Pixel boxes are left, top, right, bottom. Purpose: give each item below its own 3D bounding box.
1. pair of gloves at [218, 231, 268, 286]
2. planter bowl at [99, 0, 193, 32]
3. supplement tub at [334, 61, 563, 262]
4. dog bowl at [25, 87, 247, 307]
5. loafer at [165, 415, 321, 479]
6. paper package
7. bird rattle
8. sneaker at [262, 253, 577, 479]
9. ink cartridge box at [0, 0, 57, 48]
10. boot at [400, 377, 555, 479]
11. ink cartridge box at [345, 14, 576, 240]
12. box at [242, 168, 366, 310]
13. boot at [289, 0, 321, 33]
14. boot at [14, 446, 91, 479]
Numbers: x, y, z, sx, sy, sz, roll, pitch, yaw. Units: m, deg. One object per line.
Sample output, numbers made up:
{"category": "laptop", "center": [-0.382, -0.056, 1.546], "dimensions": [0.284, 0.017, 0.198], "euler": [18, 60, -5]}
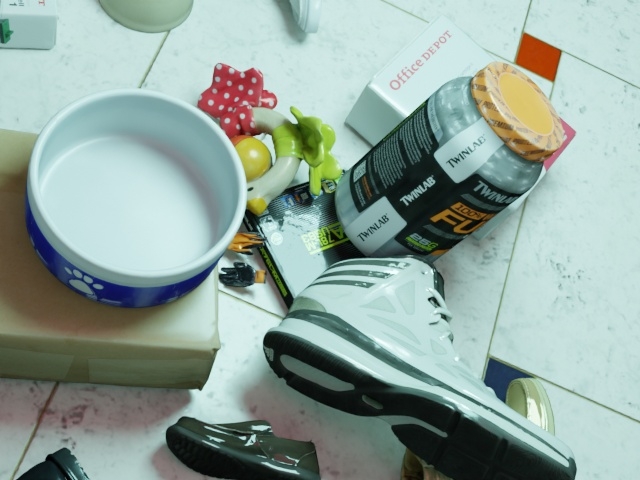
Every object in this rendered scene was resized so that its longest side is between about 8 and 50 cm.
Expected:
{"category": "pair of gloves", "center": [-0.114, 0.028, 1.521], "dimensions": [0.074, 0.010, 0.083], "euler": [-2, 78, 10]}
{"category": "planter bowl", "center": [-0.272, -0.429, 1.657], "dimensions": [0.162, 0.109, 0.162], "euler": [8, 63, -16]}
{"category": "supplement tub", "center": [0.183, -0.103, 1.498], "dimensions": [0.194, 0.316, 0.193], "euler": [25, 44, -27]}
{"category": "dog bowl", "center": [-0.232, -0.053, 1.293], "dimensions": [0.265, 0.104, 0.265], "euler": [9, 61, -16]}
{"category": "loafer", "center": [-0.101, 0.278, 1.392], "dimensions": [0.220, 0.080, 0.078], "euler": [22, 50, -14]}
{"category": "paper package", "center": [-0.304, 0.028, 1.384], "dimensions": [0.325, 0.168, 0.309], "euler": [5, 62, -17]}
{"category": "bird rattle", "center": [-0.102, -0.148, 1.546], "dimensions": [0.253, 0.143, 0.207], "euler": [31, 74, 20]}
{"category": "sneaker", "center": [0.171, 0.154, 1.418], "dimensions": [0.447, 0.169, 0.257], "euler": [27, 54, 12]}
{"category": "ink cartridge box", "center": [-0.511, -0.379, 1.554], "dimensions": [0.219, 0.092, 0.160], "euler": [-3, 66, -21]}
{"category": "boot", "center": [0.222, 0.304, 1.480], "dimensions": [0.203, 0.095, 0.262], "euler": [15, 65, -11]}
{"category": "ink cartridge box", "center": [0.232, -0.187, 1.704], "dimensions": [0.306, 0.131, 0.226], "euler": [42, 59, 4]}
{"category": "box", "center": [0.000, 0.000, 1.578], "dimensions": [0.191, 0.045, 0.184], "euler": [-20, 71, -26]}
{"category": "boot", "center": [-0.072, -0.457, 1.763], "dimensions": [0.123, 0.095, 0.258], "euler": [-1, 56, -13]}
{"category": "boot", "center": [-0.335, 0.391, 1.231], "dimensions": [0.207, 0.094, 0.246], "euler": [-29, 71, -33]}
